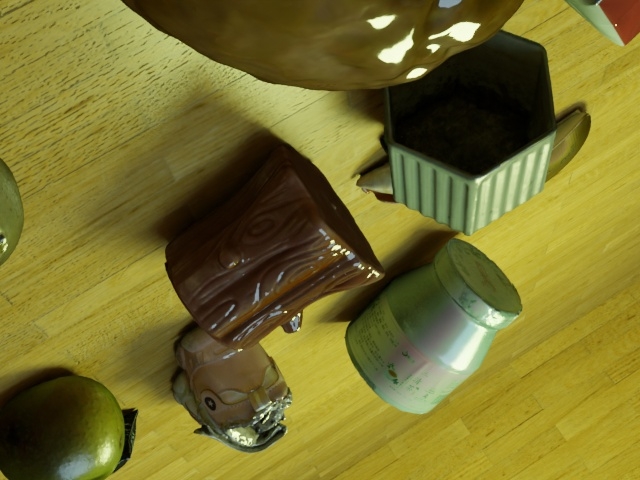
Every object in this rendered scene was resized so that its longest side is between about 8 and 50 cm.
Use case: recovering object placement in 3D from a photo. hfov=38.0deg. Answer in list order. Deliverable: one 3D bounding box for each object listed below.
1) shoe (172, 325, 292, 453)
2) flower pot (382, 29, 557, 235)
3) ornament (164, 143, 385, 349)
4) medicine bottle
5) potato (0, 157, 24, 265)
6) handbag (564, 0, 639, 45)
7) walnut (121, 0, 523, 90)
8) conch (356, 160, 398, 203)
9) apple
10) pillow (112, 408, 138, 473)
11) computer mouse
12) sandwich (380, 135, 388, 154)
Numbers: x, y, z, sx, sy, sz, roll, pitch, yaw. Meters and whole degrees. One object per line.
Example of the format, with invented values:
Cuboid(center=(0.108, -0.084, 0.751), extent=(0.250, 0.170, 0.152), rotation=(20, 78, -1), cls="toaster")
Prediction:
Cuboid(center=(-0.148, 0.277, 1.593), extent=(0.171, 0.198, 0.351), rotation=(-27, 155, -13), cls="shoe")
Cuboid(center=(0.190, -0.147, 1.219), extent=(0.209, 0.239, 0.190), rotation=(-5, 158, 6), cls="flower pot")
Cuboid(center=(-0.065, 0.020, 1.217), extent=(0.217, 0.221, 0.235), rotation=(-36, -159, 11), cls="ornament")
Cuboid(center=(0.225, 0.160, 1.817), extent=(0.290, 0.245, 0.245), rotation=(-49, 153, 25), cls="medicine bottle")
Cuboid(center=(-0.345, -0.040, 0.818), extent=(0.157, 0.157, 0.194), rotation=(-22, 140, -26), cls="potato")
Cuboid(center=(0.385, -0.396, 1.066), extent=(0.298, 0.171, 0.151), rotation=(-46, 151, 16), cls="handbag")
Cuboid(center=(0.002, -0.279, 0.601), extent=(0.398, 0.308, 0.354), rotation=(10, 97, -60), cls="walnut")
Cuboid(center=(0.146, -0.091, 1.415), extent=(0.176, 0.094, 0.104), rotation=(-28, -179, -9), cls="conch")
Cuboid(center=(-0.381, 0.293, 1.372), extent=(0.196, 0.157, 0.196), rotation=(-25, 162, -8), cls="apple")
Cuboid(center=(-0.365, 0.352, 1.543), extent=(0.141, 0.055, 0.208), rotation=(-33, -170, -3), cls="pillow")
Cuboid(center=(0.398, -0.143, 1.699), extent=(0.245, 0.056, 0.126), rotation=(-34, 156, 2), cls="computer mouse")
Cuboid(center=(0.143, -0.141, 1.356), extent=(0.101, 0.069, 0.026), rotation=(-28, -174, -8), cls="sandwich")
